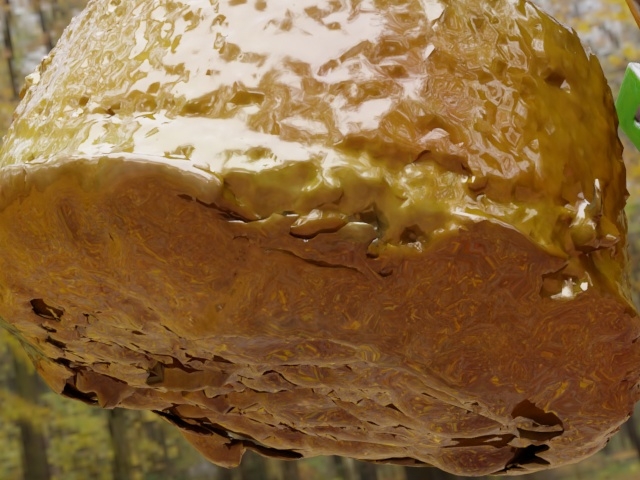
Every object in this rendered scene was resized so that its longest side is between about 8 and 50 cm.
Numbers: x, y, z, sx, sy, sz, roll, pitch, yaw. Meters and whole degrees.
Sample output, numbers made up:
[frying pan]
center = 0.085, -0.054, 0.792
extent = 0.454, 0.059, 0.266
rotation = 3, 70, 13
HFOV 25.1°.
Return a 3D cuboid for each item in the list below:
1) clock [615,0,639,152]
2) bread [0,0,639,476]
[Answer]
[clock]
center = 0.283, -0.081, 0.672
extent = 0.166, 0.309, 0.235
rotation = -32, -34, -38
[bread]
center = -0.001, 0.001, 0.737
extent = 0.337, 0.204, 0.358
rotation = 18, -21, -2
